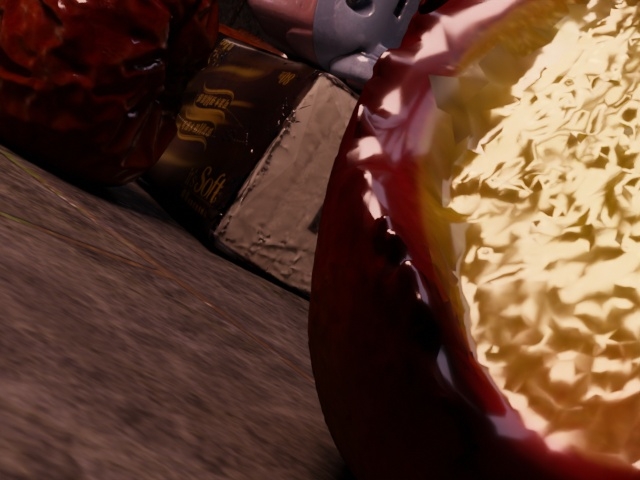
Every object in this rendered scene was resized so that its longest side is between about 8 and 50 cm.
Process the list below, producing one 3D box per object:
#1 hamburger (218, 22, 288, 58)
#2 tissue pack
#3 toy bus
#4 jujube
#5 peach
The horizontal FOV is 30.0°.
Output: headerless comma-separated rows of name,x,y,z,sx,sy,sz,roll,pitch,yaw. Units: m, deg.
hamburger,-0.094,-0.169,1.874,0.330,0.250,0.330,32,6,-4
tissue pack,-0.050,-0.081,1.309,0.198,0.210,0.370,37,-2,-27
toy bus,0.048,-0.243,1.283,0.232,0.197,0.294,21,-4,32
jujube,-0.206,-0.178,1.093,0.213,0.232,0.213,30,5,-3
peach,0.177,0.014,0.576,0.335,0.406,0.310,20,-29,23
